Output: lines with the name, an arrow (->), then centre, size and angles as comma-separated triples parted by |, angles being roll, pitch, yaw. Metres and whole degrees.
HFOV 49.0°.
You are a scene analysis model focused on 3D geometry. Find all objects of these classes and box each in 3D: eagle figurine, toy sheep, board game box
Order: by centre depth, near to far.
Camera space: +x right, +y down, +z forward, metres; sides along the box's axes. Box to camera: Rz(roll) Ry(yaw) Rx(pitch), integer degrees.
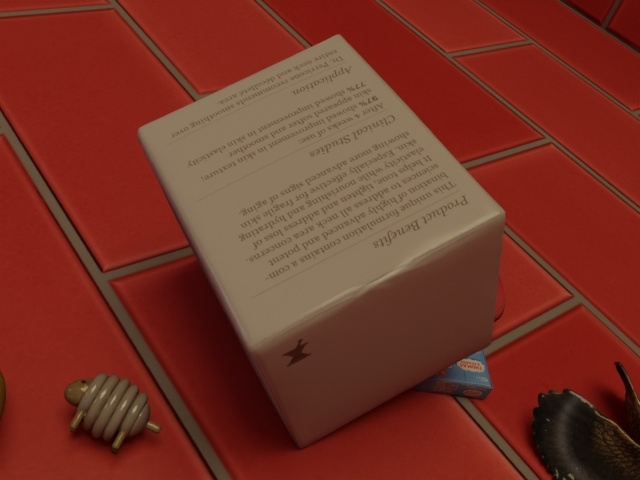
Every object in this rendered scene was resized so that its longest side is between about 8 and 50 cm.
toy sheep -> -0.267, 0.219, 0.904 | 0.132, 0.091, 0.091 | 30, 41, -9
eagle figurine -> 0.495, 0.323, 1.036 | 0.226, 0.225, 0.298 | 41, -10, -37
board game box -> 0.187, 0.157, 1.170 | 0.160, 0.039, 0.211 | 10, 41, -11

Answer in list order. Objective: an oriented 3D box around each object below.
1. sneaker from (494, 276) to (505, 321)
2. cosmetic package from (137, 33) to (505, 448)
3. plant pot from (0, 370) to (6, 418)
sneaker -> 0.225, 0.003, 1.137 | 0.116, 0.136, 0.314 | -33, 100, -23
cosmetic package -> 0.000, 0.000, 0.981 | 0.329, 0.327, 0.393 | -27, 55, -10
plant pot -> -0.439, 0.191, 0.850 | 0.134, 0.134, 0.095 | 19, 14, -1
